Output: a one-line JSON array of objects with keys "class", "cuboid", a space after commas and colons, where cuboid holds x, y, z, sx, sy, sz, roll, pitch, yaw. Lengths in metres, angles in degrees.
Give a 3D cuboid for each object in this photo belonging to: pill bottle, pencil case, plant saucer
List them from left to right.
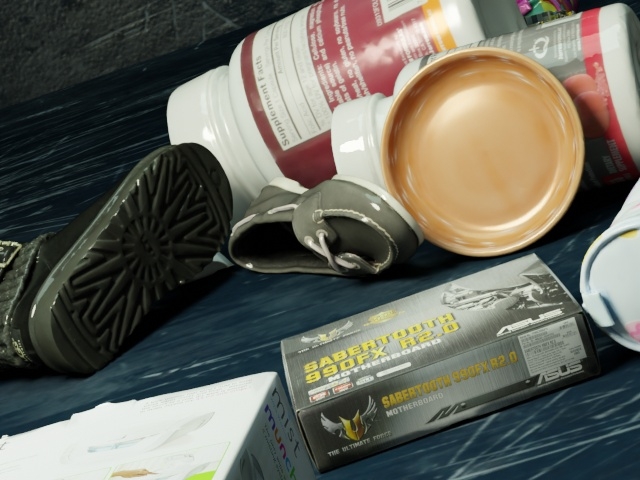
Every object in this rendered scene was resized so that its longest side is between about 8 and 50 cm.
[{"class": "pill bottle", "cuboid": [0.037, -0.166, 2.069, 0.392, 0.224, 0.224, -23, 12, 22]}, {"class": "plant saucer", "cuboid": [0.157, -0.084, 1.734, 0.200, 0.200, 0.037, -14, -3, 18]}, {"class": "pill bottle", "cuboid": [0.180, -0.117, 1.838, 0.319, 0.176, 0.176, -14, 15, 19]}, {"class": "pencil case", "cuboid": [0.317, -0.334, 2.618, 0.104, 0.104, 0.236, -15, 16, 15]}, {"class": "pencil case", "cuboid": [0.289, -0.011, 1.439, 0.124, 0.113, 0.273, -6, 19, 23]}]

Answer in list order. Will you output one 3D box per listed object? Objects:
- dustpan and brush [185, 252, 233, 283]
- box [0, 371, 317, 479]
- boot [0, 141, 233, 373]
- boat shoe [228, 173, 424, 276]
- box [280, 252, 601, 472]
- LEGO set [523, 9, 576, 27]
[{"class": "dustpan and brush", "cuboid": [-0.217, 0.029, 2.044, 0.211, 0.060, 0.147, -22, 15, -10]}, {"class": "box", "cuboid": [-0.150, 0.206, 1.182, 0.262, 0.126, 0.231, -16, 14, 14]}, {"class": "boot", "cuboid": [-0.277, 0.020, 1.942, 0.260, 0.131, 0.348, -6, 29, 41]}, {"class": "boat shoe", "cuboid": [0.000, 0.000, 1.820, 0.095, 0.112, 0.335, -49, 18, -13]}, {"class": "box", "cuboid": [0.089, 0.092, 1.435, 0.231, 0.056, 0.183, -19, 15, 0]}, {"class": "LEGO set", "cuboid": [0.210, -0.291, 2.240, 0.192, 0.331, 0.255, -14, -5, 13]}]
